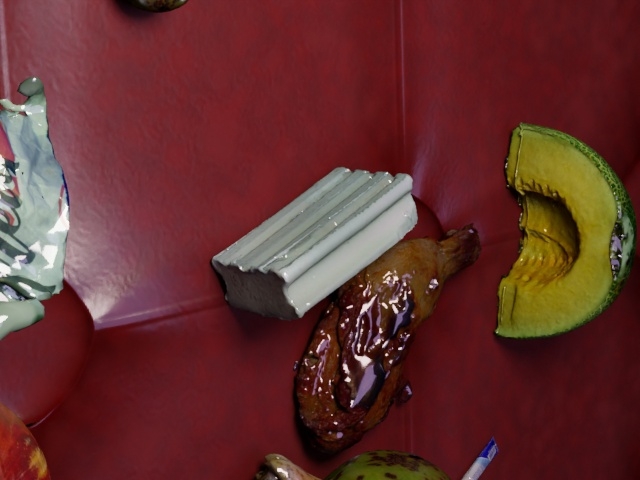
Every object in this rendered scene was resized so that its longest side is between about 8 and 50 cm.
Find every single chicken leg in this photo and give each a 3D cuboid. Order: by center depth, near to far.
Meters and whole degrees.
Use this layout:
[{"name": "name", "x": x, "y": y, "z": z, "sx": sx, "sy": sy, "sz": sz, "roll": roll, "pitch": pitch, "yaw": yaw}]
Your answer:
[{"name": "chicken leg", "x": 0.081, "y": 0.094, "z": 1.465, "sx": 0.177, "sy": 0.083, "sz": 0.322, "roll": 42, "pitch": 69, "yaw": -49}]

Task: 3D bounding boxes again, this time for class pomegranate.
[{"name": "pomegranate", "x": -0.143, "y": -0.238, "z": 1.188, "sx": 0.073, "sy": 0.084, "sz": 0.073, "roll": -4, "pitch": 97, "yaw": -33}, {"name": "pomegranate", "x": 0.037, "y": 0.302, "z": 1.383, "sx": 0.248, "sy": 0.202, "sz": 0.202, "roll": 33, "pitch": 71, "yaw": -13}]

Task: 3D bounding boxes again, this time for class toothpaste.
[{"name": "toothpaste", "x": 0.197, "y": 0.278, "z": 1.640, "sx": 0.083, "sy": 0.015, "sz": 0.024, "roll": -45, "pitch": 123, "yaw": -37}]

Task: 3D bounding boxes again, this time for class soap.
[{"name": "soap", "x": 0.000, "y": 0.000, "z": 1.340, "sx": 0.198, "sy": 0.114, "sz": 0.063, "roll": -37, "pitch": 120, "yaw": -33}]

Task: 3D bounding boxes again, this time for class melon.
[{"name": "melon", "x": 0.319, "y": -0.003, "z": 1.609, "sx": 0.129, "sy": 0.169, "sz": 0.265, "roll": 0, "pitch": 97, "yaw": -45}]

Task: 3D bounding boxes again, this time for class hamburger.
[{"name": "hamburger", "x": -0.335, "y": -0.019, "z": 1.013, "sx": 0.276, "sy": 0.150, "sz": 0.260, "roll": 20, "pitch": 64, "yaw": -28}]

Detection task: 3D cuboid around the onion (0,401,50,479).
[{"name": "onion", "x": -0.325, "y": 0.223, "z": 1.039, "sx": 0.248, "sy": 0.161, "sz": 0.248, "roll": -17, "pitch": 124, "yaw": -27}]
